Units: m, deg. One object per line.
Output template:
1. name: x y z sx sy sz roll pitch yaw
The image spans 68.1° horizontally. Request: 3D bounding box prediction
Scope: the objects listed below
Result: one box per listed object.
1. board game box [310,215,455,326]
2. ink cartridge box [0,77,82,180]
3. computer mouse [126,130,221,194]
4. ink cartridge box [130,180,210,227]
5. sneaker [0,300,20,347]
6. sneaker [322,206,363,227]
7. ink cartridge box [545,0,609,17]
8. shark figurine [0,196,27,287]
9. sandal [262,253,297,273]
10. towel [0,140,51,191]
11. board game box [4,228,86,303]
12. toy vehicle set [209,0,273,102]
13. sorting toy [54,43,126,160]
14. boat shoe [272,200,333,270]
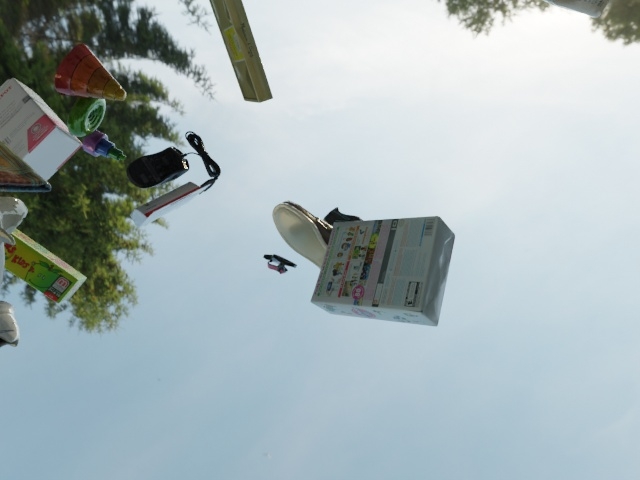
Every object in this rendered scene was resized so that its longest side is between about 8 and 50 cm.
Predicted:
1. board game box: 0.142 0.068 1.118 0.303 0.097 0.224 0 -116 41
2. ink cartridge box: -0.885 -0.319 1.415 0.207 0.117 0.283 -46 -113 -2
3. computer mouse: -0.435 -0.199 1.430 0.262 0.060 0.184 -39 -87 -30
4. ink cartridge box: -0.418 -0.113 1.308 0.181 0.224 0.056 -34 -83 -30
5. sneaker: -0.877 0.257 1.126 0.297 0.111 0.129 -29 -117 -27
6. sneaker: 0.125 -0.026 1.571 0.267 0.101 0.106 28 -113 15
7. ink cartridge box: 0.197 -0.343 0.410 0.088 0.193 0.235 -9 -131 -35
8. shark figurine: -0.371 0.008 0.516 0.166 0.278 0.116 18 -146 0
9. sandal: -0.110 0.064 1.224 0.067 0.179 0.040 29 -100 -18
10. towel: -0.792 -0.203 0.993 0.370 0.040 0.271 33 -161 21
11. board game box: -0.432 0.017 0.677 0.181 0.092 0.043 39 -105 -14
12. toy vehicle set: -0.188 -0.455 1.092 0.035 0.267 0.166 -24 -155 -13
13. sorting toy: -0.521 -0.297 1.143 0.126 0.365 0.127 27 -118 -5
14. boat shoe: 0.000 0.000 1.359 0.324 0.116 0.097 43 -140 -10
